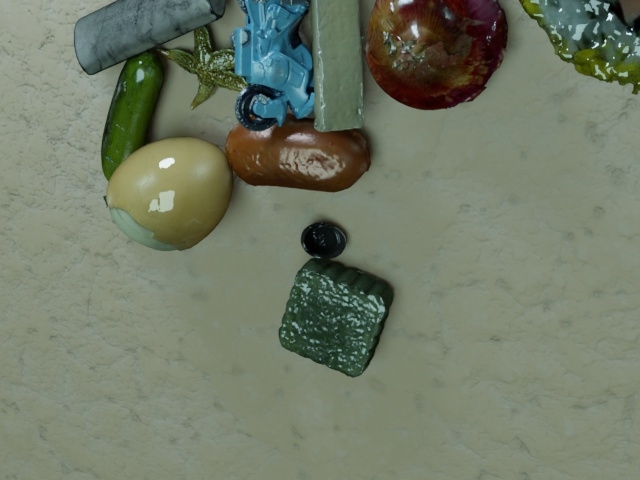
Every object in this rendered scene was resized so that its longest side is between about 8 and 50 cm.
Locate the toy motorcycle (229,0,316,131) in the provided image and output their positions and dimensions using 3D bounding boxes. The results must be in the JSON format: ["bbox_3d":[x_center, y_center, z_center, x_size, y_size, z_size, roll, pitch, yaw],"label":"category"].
[{"bbox_3d":[-0.051,-0.314,1.533,0.182,0.123,0.272,-4,106,-19],"label":"toy motorcycle"}]

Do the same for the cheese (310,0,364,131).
[{"bbox_3d":[0.024,-0.370,1.467,0.085,0.034,0.400,-5,102,-18],"label":"cheese"}]

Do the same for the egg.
[{"bbox_3d":[-0.265,-0.088,1.704,0.244,0.201,0.201,-33,99,24],"label":"egg"}]

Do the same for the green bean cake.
[{"bbox_3d":[0.030,0.138,1.753,0.183,0.094,0.185,23,121,12],"label":"green bean cake"}]

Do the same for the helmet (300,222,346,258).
[{"bbox_3d":[0.001,0.000,1.723,0.084,0.049,0.065,14,89,-14],"label":"helmet"}]

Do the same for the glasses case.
[{"bbox_3d":[-0.299,-0.382,1.628,0.299,0.060,0.114,-15,72,29],"label":"glasses case"}]

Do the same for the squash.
[{"bbox_3d":[-0.357,-0.206,1.750,0.087,0.087,0.331,27,123,9],"label":"squash"}]

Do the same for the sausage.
[{"bbox_3d":[-0.043,-0.152,1.620,0.258,0.133,0.133,9,118,21],"label":"sausage"}]

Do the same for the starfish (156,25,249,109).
[{"bbox_3d":[-0.198,-0.298,1.664,0.208,0.053,0.176,33,133,11],"label":"starfish"}]

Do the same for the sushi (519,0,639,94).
[{"bbox_3d":[0.421,-0.394,1.175,0.351,0.240,0.396,-40,75,35],"label":"sushi"}]

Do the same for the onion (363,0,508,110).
[{"bbox_3d":[0.169,-0.302,1.432,0.230,0.163,0.230,5,110,15],"label":"onion"}]
